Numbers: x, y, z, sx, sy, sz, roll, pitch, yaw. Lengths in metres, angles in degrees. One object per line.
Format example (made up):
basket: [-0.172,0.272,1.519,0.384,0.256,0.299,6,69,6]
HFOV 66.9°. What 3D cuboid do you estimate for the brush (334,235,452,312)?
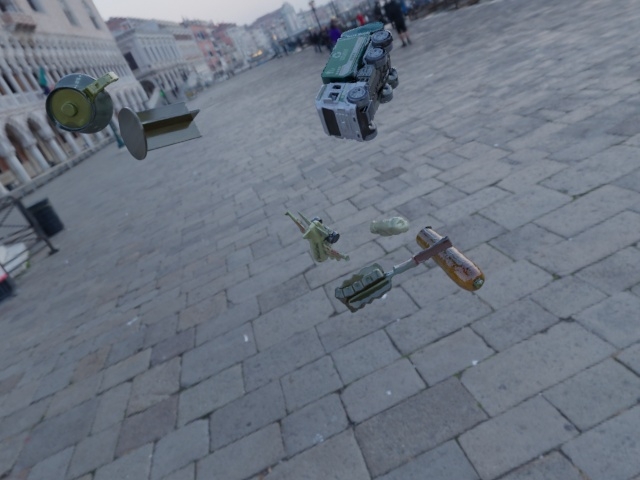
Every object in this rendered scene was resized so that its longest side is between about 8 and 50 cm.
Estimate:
brush: [0.172,0.072,1.141,0.301,0.084,0.071,-33,25,19]

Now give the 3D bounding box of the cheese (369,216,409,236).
cheese: [0.193,-0.036,1.371,0.194,0.065,0.043,168,122,-76]

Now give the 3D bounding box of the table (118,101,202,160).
table: [-0.509,-0.371,1.577,0.227,0.167,0.167,-28,19,-38]

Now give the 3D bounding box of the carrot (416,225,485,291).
carrot: [0.312,0.046,1.158,0.067,0.067,0.225,-28,41,-7]

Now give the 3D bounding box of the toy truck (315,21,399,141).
toy truck: [0.075,-0.307,0.926,0.124,0.114,0.253,10,60,24]

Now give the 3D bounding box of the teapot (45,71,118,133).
teapot: [-0.511,-0.303,1.050,0.166,0.130,0.119,-37,21,12]

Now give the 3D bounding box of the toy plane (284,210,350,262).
toy plane: [0.000,0.000,1.358,0.229,0.244,0.092,38,82,22]
